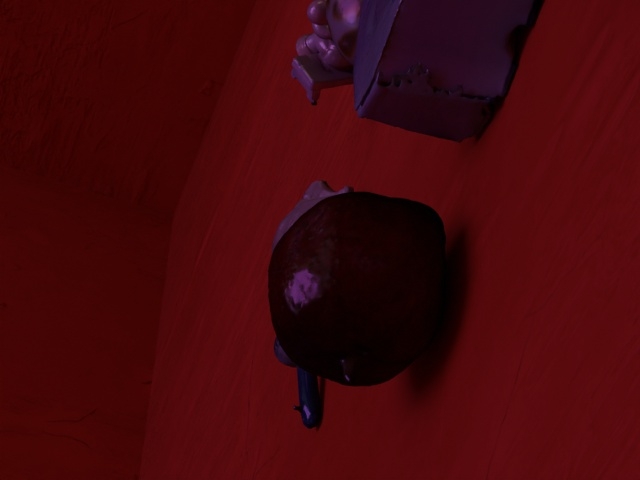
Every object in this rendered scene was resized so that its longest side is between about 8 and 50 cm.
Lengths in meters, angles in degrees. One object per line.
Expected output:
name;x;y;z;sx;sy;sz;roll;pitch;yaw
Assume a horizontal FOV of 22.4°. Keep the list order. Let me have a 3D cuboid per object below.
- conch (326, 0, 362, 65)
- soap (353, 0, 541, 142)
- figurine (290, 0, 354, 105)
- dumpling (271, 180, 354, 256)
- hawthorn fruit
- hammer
conch;0.092;-0.298;2.180;0.149;0.183;0.275;-34;27;15
soap;0.156;-0.343;1.941;0.261;0.156;0.446;123;159;-53
figurine;0.056;-0.330;2.391;0.257;0.182;0.144;120;147;-42
dumpling;0.000;0.000;2.306;0.136;0.118;0.199;-7;62;42
hawthorn fruit;0.041;0.068;1.812;0.215;0.215;0.250;119;158;-45
hammer;-0.019;0.180;2.277;0.116;0.069;0.194;119;155;-44
